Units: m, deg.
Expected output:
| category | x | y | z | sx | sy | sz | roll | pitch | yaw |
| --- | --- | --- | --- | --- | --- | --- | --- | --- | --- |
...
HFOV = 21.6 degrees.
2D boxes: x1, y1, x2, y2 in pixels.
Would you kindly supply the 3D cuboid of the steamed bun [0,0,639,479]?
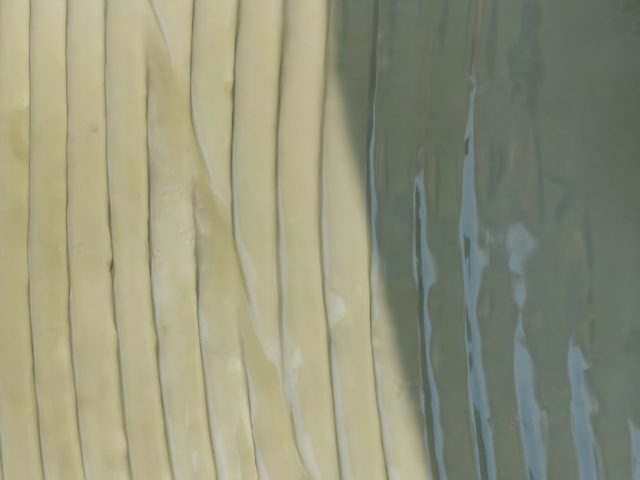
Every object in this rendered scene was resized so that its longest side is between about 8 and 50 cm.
| category | x | y | z | sx | sy | sz | roll | pitch | yaw |
| --- | --- | --- | --- | --- | --- | --- | --- | --- | --- |
| steamed bun | -0.001 | 0.001 | 0.562 | 0.384 | 0.247 | 0.236 | -15 | 175 | 32 |
